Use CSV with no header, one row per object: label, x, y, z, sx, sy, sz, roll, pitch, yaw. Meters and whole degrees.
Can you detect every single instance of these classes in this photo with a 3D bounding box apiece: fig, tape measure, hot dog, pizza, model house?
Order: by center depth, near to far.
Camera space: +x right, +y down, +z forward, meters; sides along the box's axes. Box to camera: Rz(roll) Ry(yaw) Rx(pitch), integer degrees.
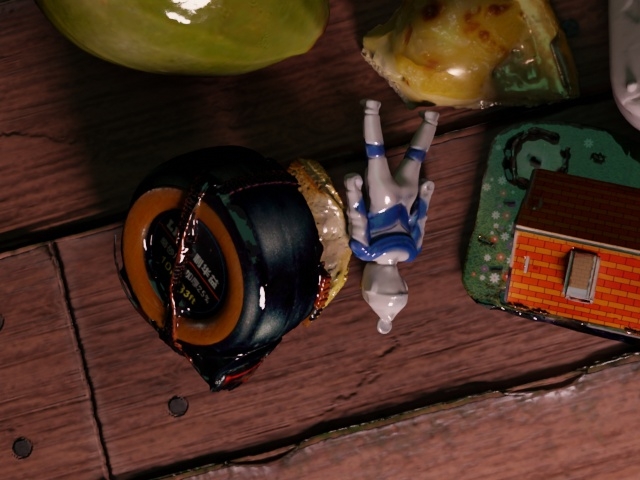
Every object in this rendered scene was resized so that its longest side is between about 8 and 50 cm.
model house,0.289,-0.012,1.573,0.294,0.154,0.207,12,85,9
tape measure,-0.095,0.015,1.598,0.202,0.135,0.223,50,134,18
fig,-0.129,-0.289,1.611,0.316,0.316,0.316,-1,82,7
hot dog,0.000,0.000,1.649,0.078,0.061,0.168,6,100,37
pizza,0.158,-0.195,1.652,0.188,0.080,0.204,-39,81,1

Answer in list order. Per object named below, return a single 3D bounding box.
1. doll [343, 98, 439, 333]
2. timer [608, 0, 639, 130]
doll,0.063,-0.022,1.637,0.057,0.114,0.227,2,87,48
timer,0.379,-0.228,1.561,0.237,0.087,0.262,-17,61,41
